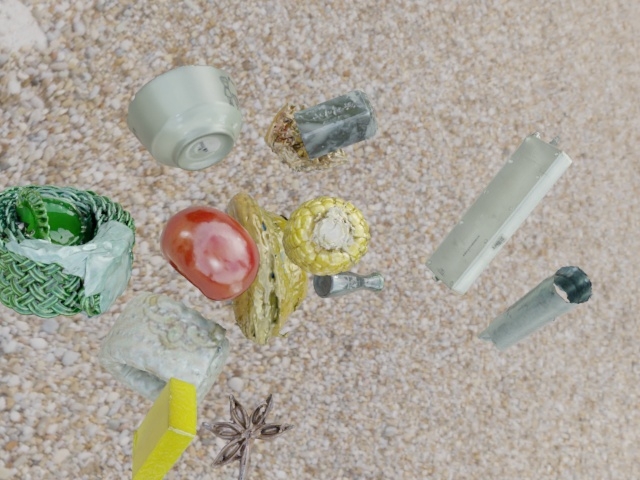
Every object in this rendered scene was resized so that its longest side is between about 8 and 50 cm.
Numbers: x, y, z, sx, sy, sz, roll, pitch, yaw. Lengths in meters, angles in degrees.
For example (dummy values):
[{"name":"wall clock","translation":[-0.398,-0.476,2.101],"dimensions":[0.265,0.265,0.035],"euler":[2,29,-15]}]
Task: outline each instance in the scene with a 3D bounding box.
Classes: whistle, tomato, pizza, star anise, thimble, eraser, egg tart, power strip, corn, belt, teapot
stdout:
[{"name":"whistle","translation":[0.341,0.124,1.011],"dimensions":[0.062,0.312,0.062],"euler":[3,66,-7]},{"name":"tomato","translation":[-0.198,0.019,1.116],"dimensions":[0.136,0.195,0.195],"euler":[-48,115,-14]},{"name":"pizza","translation":[-0.043,-0.251,1.582],"dimensions":[0.147,0.069,0.226],"euler":[-41,82,-8]},{"name":"star anise","translation":[-0.174,0.439,1.409],"dimensions":[0.172,0.063,0.208],"euler":[37,71,17]},{"name":"thimble","translation":[-0.375,0.280,1.507],"dimensions":[0.291,0.291,0.195],"euler":[45,55,-27]},{"name":"eraser","translation":[-0.225,0.275,0.880],"dimensions":[0.045,0.097,0.122],"euler":[26,115,-26]},{"name":"egg tart","translation":[-0.137,0.064,1.494],"dimensions":[0.169,0.388,0.388],"euler":[-9,92,-18]},{"name":"power strip","translation":[0.350,-0.056,1.212],"dimensions":[0.043,0.106,0.367],"euler":[28,104,-38]},{"name":"corn","translation":[0.000,0.000,0.577],"dimensions":[0.072,0.203,0.072],"euler":[0,87,-4]},{"name":"belt","translation":[-0.213,-0.003,0.504],"dimensions":[0.121,0.151,0.079],"euler":[6,115,-24]},{"name":"teapot","translation":[0.043,0.059,0.863],"dimensions":[0.110,0.043,0.043],"euler":[2,85,-41]}]

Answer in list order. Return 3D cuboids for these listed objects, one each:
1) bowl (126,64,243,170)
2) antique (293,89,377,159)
[{"name":"bowl","translation":[-0.225,-0.201,1.095],"dimensions":[0.211,0.211,0.112],"euler":[-15,67,-38]},{"name":"antique","translation":[0.040,-0.275,1.444],"dimensions":[0.086,0.183,0.088],"euler":[66,5,-54]}]
